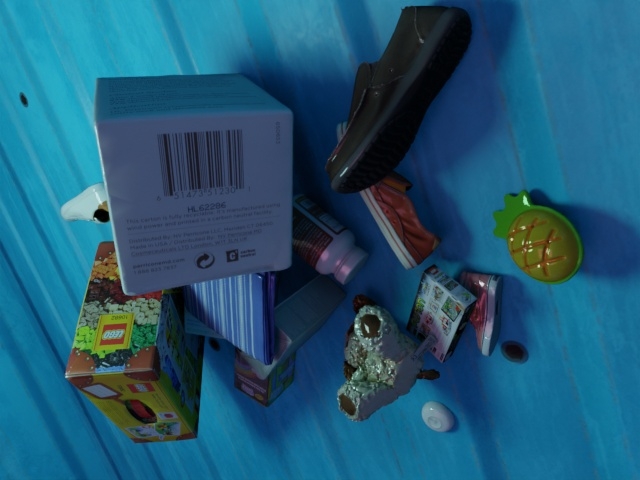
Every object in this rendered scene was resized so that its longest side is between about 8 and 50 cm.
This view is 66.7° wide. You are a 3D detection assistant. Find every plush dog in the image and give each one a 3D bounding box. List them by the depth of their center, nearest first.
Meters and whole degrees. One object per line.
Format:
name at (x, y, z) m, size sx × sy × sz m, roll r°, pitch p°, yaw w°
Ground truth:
plush dog at (0.131, 0.252, 1.118) m, size 0.225 × 0.211 × 0.262 m, roll -142°, pitch 61°, yaw -63°

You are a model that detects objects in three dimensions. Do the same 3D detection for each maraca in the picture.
maraca at (0.377, -0.006, 0.855) m, size 0.185 × 0.099 × 0.127 m, roll 56°, pitch 136°, yaw 36°

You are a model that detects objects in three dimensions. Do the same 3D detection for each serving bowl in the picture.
serving bowl at (0.283, 0.436, 1.190) m, size 0.083 × 0.027 × 0.083 m, roll 17°, pitch 121°, yaw 31°

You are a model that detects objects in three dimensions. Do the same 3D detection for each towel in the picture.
towel at (-0.221, 0.121, 1.126) m, size 0.336 × 0.040 × 0.243 m, roll 22°, pitch 121°, yaw 39°

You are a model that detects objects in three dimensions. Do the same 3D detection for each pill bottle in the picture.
pill bottle at (0.000, 0.000, 1.120) m, size 0.216 × 0.121 × 0.121 m, roll 39°, pitch 130°, yaw 15°

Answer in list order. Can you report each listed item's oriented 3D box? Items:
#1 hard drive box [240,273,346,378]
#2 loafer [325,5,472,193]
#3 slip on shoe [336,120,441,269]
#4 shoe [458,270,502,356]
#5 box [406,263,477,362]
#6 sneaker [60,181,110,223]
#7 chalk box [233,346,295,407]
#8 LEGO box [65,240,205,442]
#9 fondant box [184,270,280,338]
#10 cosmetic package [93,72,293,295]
hard drive box at (-0.064, 0.206, 1.198) m, size 0.089 × 0.232 × 0.181 m, roll 44°, pitch 130°, yaw 12°
loafer at (0.117, -0.250, 0.872) m, size 0.130 × 0.134 × 0.365 m, roll 41°, pitch 104°, yaw 28°
slip on shoe at (0.133, -0.103, 0.992) m, size 0.101 × 0.123 × 0.331 m, roll -31°, pitch 85°, yaw 8°
shoe at (0.321, 0.147, 0.996) m, size 0.081 × 0.063 × 0.177 m, roll 11°, pitch 113°, yaw 35°
box at (0.247, 0.157, 1.019) m, size 0.114 × 0.036 × 0.206 m, roll 43°, pitch 148°, yaw 31°
sneaker at (-0.803, -0.096, 1.686) m, size 0.290 × 0.106 × 0.123 m, roll -21°, pitch 96°, yaw 40°
chalk box at (-0.164, 0.384, 1.433) m, size 0.133 × 0.132 × 0.212 m, roll 24°, pitch 126°, yaw 25°
LEGO box at (-0.464, 0.289, 1.333) m, size 0.193 × 0.372 × 0.500 m, roll -4°, pitch 143°, yaw -3°
fondant box at (-0.231, 0.101, 1.282) m, size 0.239 × 0.096 × 0.330 m, roll 8°, pitch 112°, yaw 4°
cosmetic package at (-0.266, -0.147, 1.008) m, size 0.393 × 0.330 × 0.327 m, roll -128°, pitch 34°, yaw -55°
